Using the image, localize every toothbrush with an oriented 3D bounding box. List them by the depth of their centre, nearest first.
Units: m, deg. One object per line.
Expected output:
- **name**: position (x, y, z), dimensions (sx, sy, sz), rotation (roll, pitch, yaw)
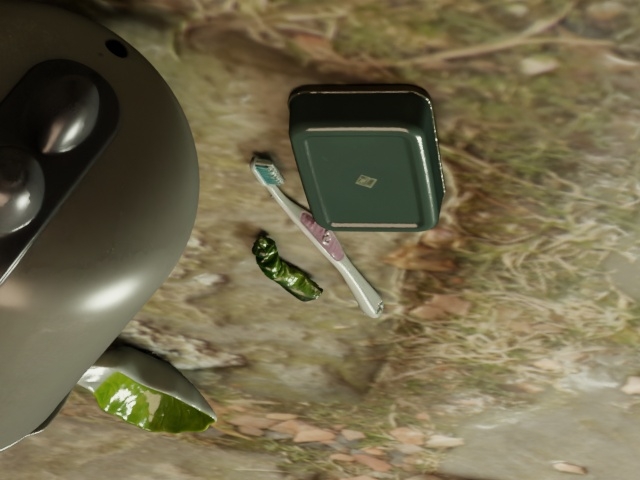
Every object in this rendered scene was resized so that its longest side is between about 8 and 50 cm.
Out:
- **toothbrush**: position (0.000, 0.000, 1.105), dimensions (0.022, 0.017, 0.204), rotation (12, 155, 33)

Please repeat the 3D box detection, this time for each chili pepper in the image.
- **chili pepper**: position (-0.029, 0.020, 1.142), dimensions (0.027, 0.022, 0.083), rotation (26, 168, 42)

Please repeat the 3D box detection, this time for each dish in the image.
- **dish**: position (-0.146, 0.114, 1.306), dimensions (0.091, 0.039, 0.137), rotation (-12, 144, 38)

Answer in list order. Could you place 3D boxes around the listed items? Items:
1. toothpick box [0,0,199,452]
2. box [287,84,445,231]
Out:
- **toothpick box**: position (-0.202, -0.002, 0.939), dimensions (0.229, 0.229, 0.316), rotation (20, 147, -20)
- **box**: position (0.029, -0.048, 1.002), dimensions (0.091, 0.031, 0.126), rotation (1, 147, 10)
